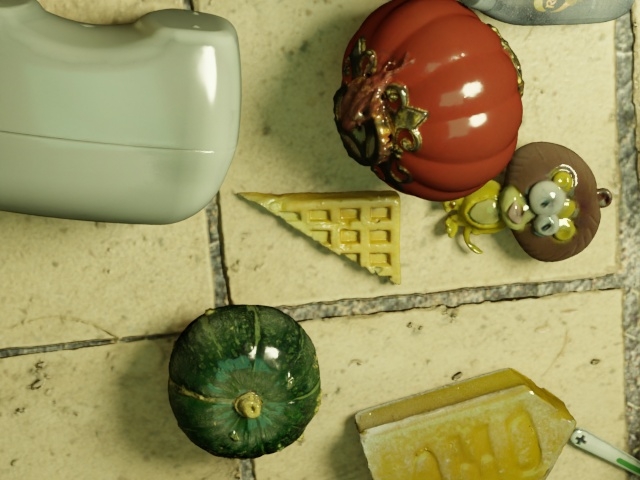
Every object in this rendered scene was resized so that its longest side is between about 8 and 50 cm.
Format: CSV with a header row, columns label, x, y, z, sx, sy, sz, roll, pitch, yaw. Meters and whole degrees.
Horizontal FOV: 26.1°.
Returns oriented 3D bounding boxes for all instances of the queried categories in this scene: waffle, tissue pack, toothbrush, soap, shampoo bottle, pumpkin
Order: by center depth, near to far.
label,x,y,z,sx,sy,sz,roll,pitch,yaw
tissue pack,-0.251,-0.130,1.449,0.333,0.229,0.236,5,105,-7
shampoo bottle,0.247,-0.275,1.485,0.233,0.049,0.087,-8,112,-36
pumpkin,-0.088,0.165,1.604,0.190,0.146,0.190,-8,130,-10
waffle,0.000,0.000,1.623,0.191,0.032,0.125,-3,110,-2
soap,0.185,0.255,1.693,0.257,0.080,0.160,-17,109,1
toothbrush,0.444,0.314,1.762,0.304,0.030,0.030,30,103,-13

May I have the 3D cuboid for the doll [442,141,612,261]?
label,x,y,z,sx,sy,sz,roll,pitch,yaw
doll,0.240,-0.032,1.602,0.188,0.096,0.145,-30,101,15

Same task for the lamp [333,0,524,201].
label,x,y,z,sx,sy,sz,roll,pitch,yaw
lamp,0.111,-0.150,1.479,0.227,0.227,0.227,-2,108,-5
